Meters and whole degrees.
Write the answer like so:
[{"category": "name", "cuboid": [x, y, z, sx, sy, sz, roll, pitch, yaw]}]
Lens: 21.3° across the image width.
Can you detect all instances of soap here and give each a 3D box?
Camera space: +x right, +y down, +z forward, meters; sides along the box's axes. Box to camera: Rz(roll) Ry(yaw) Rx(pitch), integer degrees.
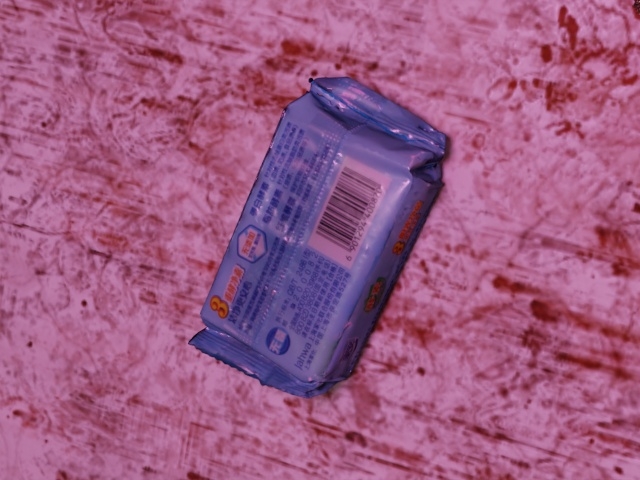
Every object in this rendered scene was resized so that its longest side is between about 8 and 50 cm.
[{"category": "soap", "cuboid": [0.000, 0.000, 1.573, 0.156, 0.077, 0.293, 31, 107, 20]}]

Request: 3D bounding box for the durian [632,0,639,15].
[{"category": "durian", "cuboid": [0.290, -0.216, 1.408, 0.080, 0.080, 0.091, 15, 73, 23]}]
